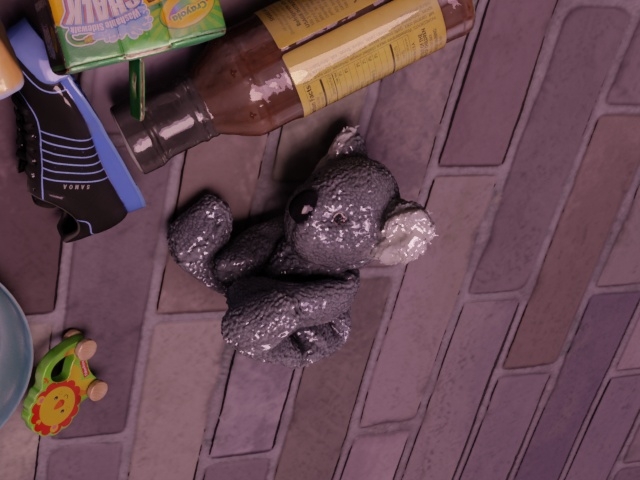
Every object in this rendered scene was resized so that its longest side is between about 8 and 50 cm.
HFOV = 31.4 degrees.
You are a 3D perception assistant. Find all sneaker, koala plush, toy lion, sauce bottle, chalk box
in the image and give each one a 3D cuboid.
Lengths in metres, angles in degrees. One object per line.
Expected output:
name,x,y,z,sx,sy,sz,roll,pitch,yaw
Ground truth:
sneaker,-0.242,-0.090,1.034,0.090,0.081,0.232,-31,133,-8
koala plush,0.000,0.000,1.165,0.221,0.196,0.203,-49,142,13
toy lion,-0.278,0.157,1.212,0.096,0.034,0.100,-35,137,-33
sauce bottle,-0.028,-0.170,1.061,0.344,0.111,0.111,-25,132,-5
chalk box,-0.159,-0.203,0.901,0.132,0.132,0.213,-17,103,-15

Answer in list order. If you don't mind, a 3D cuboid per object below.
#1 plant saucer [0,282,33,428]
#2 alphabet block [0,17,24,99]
plant saucer,-0.446,0.121,1.119,0.317,0.044,0.317,-14,129,-18
alphabet block,-0.361,-0.184,0.832,0.193,0.192,0.197,-30,133,-5
